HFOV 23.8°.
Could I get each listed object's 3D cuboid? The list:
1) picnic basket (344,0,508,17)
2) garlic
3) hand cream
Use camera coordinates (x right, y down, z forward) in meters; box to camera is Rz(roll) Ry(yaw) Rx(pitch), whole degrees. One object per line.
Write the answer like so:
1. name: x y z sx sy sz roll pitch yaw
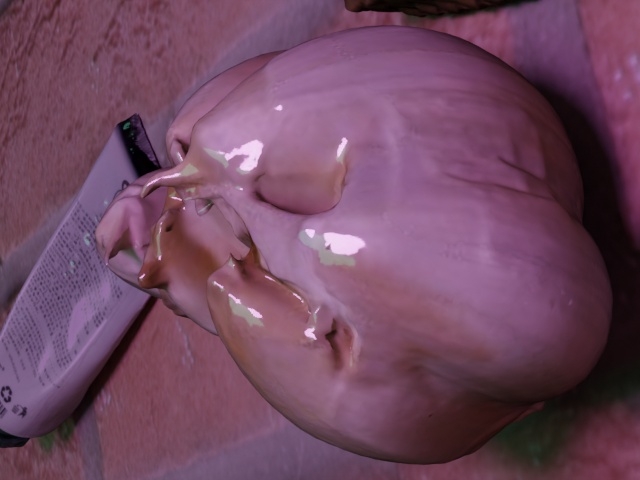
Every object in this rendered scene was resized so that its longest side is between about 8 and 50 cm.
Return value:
1. picnic basket: 0.068 -0.164 0.702 0.193 0.055 0.110 -5 90 58
2. garlic: 0.008 -0.013 0.689 0.281 0.203 0.184 35 104 58
3. hand cream: -0.191 0.053 1.179 0.336 0.076 0.121 -53 54 40
